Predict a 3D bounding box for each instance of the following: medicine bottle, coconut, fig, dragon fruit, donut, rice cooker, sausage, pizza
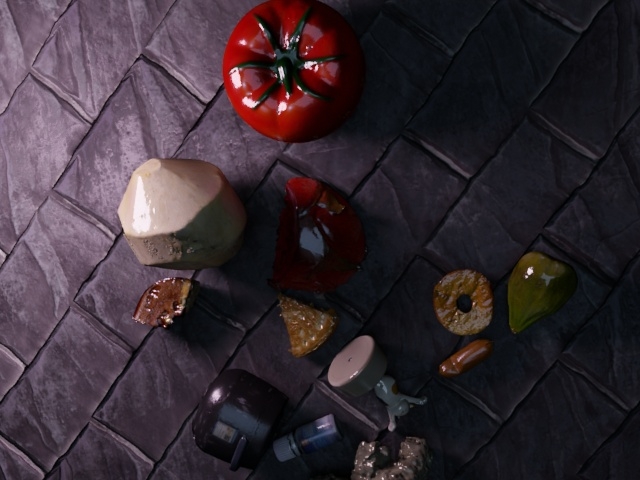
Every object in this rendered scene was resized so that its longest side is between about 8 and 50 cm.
[{"bbox_3d":[-0.037,0.581,1.981,0.203,0.083,0.083,-24,92,9],"label":"medicine bottle"},{"bbox_3d":[-0.371,-0.072,1.818,0.353,0.352,0.352,0,95,6],"label":"coconut"},{"bbox_3d":[0.597,0.132,1.851,0.167,0.167,0.233,19,132,4],"label":"fig"},{"bbox_3d":[0.000,0.000,1.925,0.282,0.100,0.343,8,97,1],"label":"dragon fruit"},{"bbox_3d":[-0.437,0.170,1.967,0.144,0.126,0.186,24,93,10],"label":"donut"},{"bbox_3d":[-0.232,0.504,1.913,0.224,0.267,0.267,24,97,4],"label":"rice cooker"},{"bbox_3d":[0.419,0.337,1.928,0.183,0.054,0.062,-37,58,9],"label":"sausage"},{"bbox_3d":[0.403,0.168,1.907,0.174,0.074,0.190,-23,96,6],"label":"donut"},{"bbox_3d":[-0.054,0.226,1.966,0.188,0.062,0.199,-41,82,15],"label":"pizza"}]

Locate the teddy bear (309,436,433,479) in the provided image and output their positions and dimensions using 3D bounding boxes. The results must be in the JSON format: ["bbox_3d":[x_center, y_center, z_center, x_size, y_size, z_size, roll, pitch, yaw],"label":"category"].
[{"bbox_3d":[0.129,0.739,1.942,0.367,0.224,0.357,2,97,21],"label":"teddy bear"}]

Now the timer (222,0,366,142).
[{"bbox_3d":[-0.068,-0.449,1.800,0.378,0.279,0.378,1,95,8],"label":"timer"}]

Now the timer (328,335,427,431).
[{"bbox_3d":[0.172,0.419,1.932,0.175,0.175,0.266,-43,108,8],"label":"timer"}]
